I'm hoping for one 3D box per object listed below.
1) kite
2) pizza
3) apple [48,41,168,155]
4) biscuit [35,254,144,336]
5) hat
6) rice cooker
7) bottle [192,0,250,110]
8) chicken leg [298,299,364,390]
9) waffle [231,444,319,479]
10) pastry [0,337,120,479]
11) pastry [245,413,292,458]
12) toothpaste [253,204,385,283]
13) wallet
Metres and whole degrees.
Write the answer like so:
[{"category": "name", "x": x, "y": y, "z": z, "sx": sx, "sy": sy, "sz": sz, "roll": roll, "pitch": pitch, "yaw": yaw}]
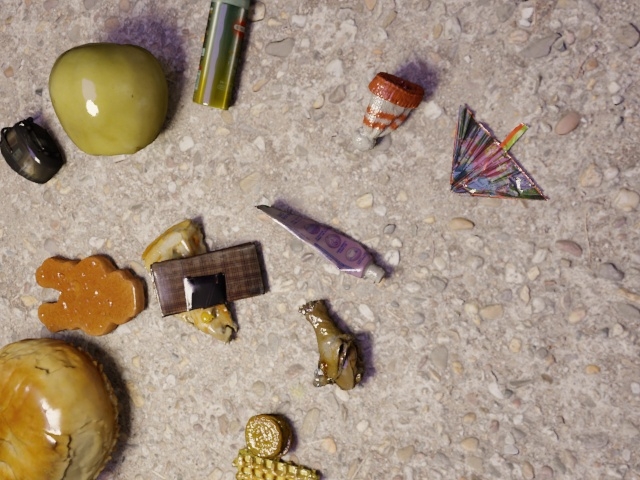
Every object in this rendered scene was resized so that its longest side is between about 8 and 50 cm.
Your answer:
[{"category": "kite", "x": 0.321, "y": -0.143, "z": 1.179, "sx": 0.241, "sy": 0.014, "sz": 0.183, "roll": 47, "pitch": 107, "yaw": 12}, {"category": "pizza", "x": -0.296, "y": 0.112, "z": 1.432, "sx": 0.189, "sy": 0.071, "sz": 0.297, "roll": -24, "pitch": 91, "yaw": 19}, {"category": "apple", "x": -0.455, "y": -0.312, "z": 1.371, "sx": 0.262, "sy": 0.262, "sz": 0.263, "roll": 2, "pitch": 96, "yaw": 23}, {"category": "biscuit", "x": -0.574, "y": 0.137, "z": 1.566, "sx": 0.333, "sy": 0.047, "sz": 0.202, "roll": -2, "pitch": 95, "yaw": 25}, {"category": "hat", "x": 0.117, "y": -0.239, "z": 1.221, "sx": 0.094, "sy": 0.112, "sz": 0.162, "roll": 51, "pitch": 125, "yaw": 40}, {"category": "rice cooker", "x": -0.712, "y": -0.220, "z": 1.554, "sx": 0.106, "sy": 0.112, "sz": 0.165, "roll": -33, "pitch": 85, "yaw": 17}, {"category": "bottle", "x": -0.206, "y": -0.425, "z": 1.336, "sx": 0.082, "sy": 0.082, "sz": 0.286, "roll": 17, "pitch": 102, "yaw": 21}, {"category": "chicken leg", "x": 0.023, "y": 0.216, "z": 1.306, "sx": 0.125, "sy": 0.080, "sz": 0.196, "roll": -16, "pitch": 88, "yaw": 36}, {"category": "waffle", "x": -0.106, "y": 0.523, "z": 1.405, "sx": 0.192, "sy": 0.046, "sz": 0.161, "roll": 40, "pitch": 111, "yaw": 15}, {"category": "pastry", "x": -0.663, "y": 0.430, "z": 1.522, "sx": 0.409, "sy": 0.245, "sz": 0.410, "roll": 3, "pitch": 96, "yaw": 26}, {"category": "pastry", "x": -0.116, "y": 0.430, "z": 1.386, "sx": 0.097, "sy": 0.057, "sz": 0.109, "roll": -49, "pitch": 65, "yaw": 9}, {"category": "toothpaste", "x": 0.000, "y": 0.000, "z": 1.299, "sx": 0.301, "sy": 0.075, "sz": 0.048, "roll": 31, "pitch": 129, "yaw": 14}, {"category": "wallet", "x": -0.243, "y": 0.085, "z": 1.365, "sx": 0.230, "sy": 0.042, "sz": 0.124, "roll": -12, "pitch": 90, "yaw": -13}]
